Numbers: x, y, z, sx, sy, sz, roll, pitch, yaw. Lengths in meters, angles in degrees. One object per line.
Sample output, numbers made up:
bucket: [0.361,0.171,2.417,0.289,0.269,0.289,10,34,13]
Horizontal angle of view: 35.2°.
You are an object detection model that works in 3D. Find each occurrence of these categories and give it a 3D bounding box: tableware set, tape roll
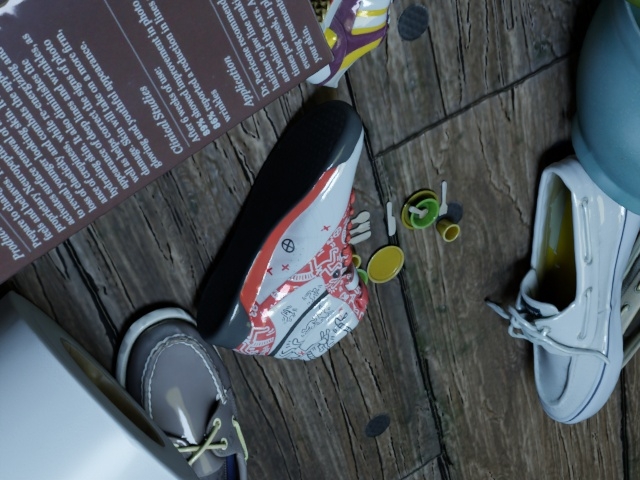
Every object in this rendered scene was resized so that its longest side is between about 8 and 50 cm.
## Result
tableware set: [0.083,0.004,1.098,0.154,0.024,0.104,-22,130,-20]
tape roll: [-0.237,0.186,0.849,0.169,0.246,0.246,-43,134,-8]

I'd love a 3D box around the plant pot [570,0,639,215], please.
plant pot: [0.385,-0.141,1.051,0.293,0.293,0.196,-8,150,-29]

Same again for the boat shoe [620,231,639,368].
boat shoe: [0.448,0.053,1.322,0.302,0.098,0.109,-45,134,1]

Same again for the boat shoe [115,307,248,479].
boat shoe: [-0.131,0.214,1.048,0.116,0.097,0.324,-20,129,-21]

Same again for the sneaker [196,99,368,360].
sneaker: [-0.001,0.000,0.988,0.145,0.090,0.270,19,109,-36]

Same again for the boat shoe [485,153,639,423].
boat shoe: [0.276,0.072,1.197,0.156,0.136,0.367,-12,123,-27]

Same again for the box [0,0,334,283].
box: [-0.199,-0.126,0.746,0.381,0.143,0.191,-35,133,-10]

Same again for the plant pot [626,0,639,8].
plant pot: [0.386,-0.289,0.788,0.366,0.353,0.366,-35,157,-17]

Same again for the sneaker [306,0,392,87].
sneaker: [0.036,-0.221,0.891,0.185,0.069,0.084,-50,142,14]
